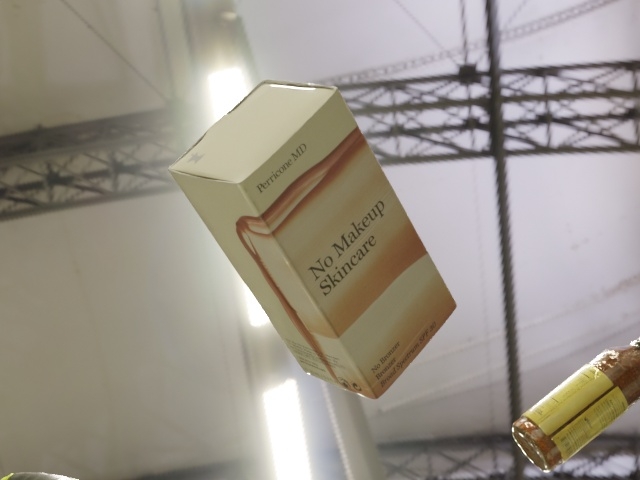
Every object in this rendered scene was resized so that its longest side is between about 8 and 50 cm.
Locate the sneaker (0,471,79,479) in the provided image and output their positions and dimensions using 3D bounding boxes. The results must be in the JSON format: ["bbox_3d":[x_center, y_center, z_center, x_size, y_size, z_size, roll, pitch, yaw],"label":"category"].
[{"bbox_3d":[-0.125,0.225,0.492,0.147,0.384,0.145,26,-136,-14],"label":"sneaker"}]

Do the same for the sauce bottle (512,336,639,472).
[{"bbox_3d":[0.185,0.099,0.760,0.128,0.042,0.042,-34,-54,-12],"label":"sauce bottle"}]

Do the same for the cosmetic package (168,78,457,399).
[{"bbox_3d":[0.000,0.000,1.176,0.153,0.129,0.296,-47,-56,-22],"label":"cosmetic package"}]
